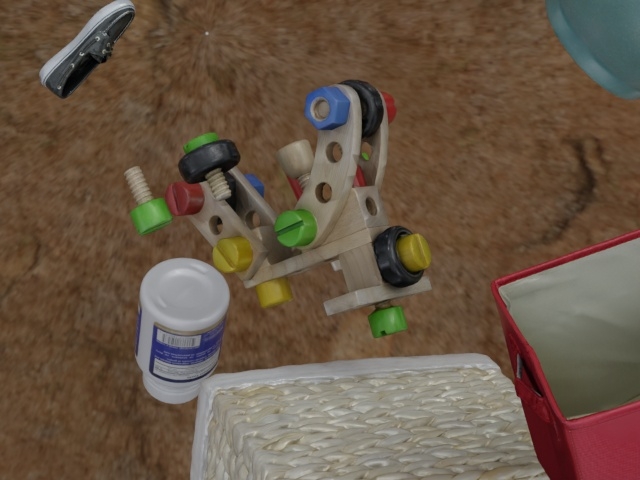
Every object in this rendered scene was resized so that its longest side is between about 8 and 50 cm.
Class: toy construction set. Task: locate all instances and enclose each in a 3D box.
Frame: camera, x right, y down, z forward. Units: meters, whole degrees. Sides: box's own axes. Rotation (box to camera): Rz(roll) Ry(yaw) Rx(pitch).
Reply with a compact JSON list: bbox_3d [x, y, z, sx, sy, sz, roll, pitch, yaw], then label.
[{"bbox_3d":[0.000,0.000,1.268,0.257,0.309,0.237,-25,83,9],"label":"toy construction set"}]

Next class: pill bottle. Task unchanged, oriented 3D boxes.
[{"bbox_3d":[-0.180,0.121,1.610,0.112,0.112,0.186,8,137,-6],"label":"pill bottle"}]

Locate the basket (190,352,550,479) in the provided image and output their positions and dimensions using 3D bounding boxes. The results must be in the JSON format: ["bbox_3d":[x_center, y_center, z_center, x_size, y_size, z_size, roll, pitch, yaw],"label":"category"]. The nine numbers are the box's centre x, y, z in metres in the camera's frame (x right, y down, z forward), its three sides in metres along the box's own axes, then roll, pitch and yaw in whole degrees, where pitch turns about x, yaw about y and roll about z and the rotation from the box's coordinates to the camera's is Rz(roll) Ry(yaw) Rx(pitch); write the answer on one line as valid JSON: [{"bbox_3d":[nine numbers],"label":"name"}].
[{"bbox_3d":[0.064,0.310,1.216,0.331,0.266,0.328,-3,109,-22],"label":"basket"}]

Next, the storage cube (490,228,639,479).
[{"bbox_3d":[0.256,0.121,0.922,0.215,0.183,0.193,-18,121,0],"label":"storage cube"}]

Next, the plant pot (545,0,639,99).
[{"bbox_3d":[0.386,-0.284,1.450,0.293,0.293,0.196,41,128,-10],"label":"plant pot"}]

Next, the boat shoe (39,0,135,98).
[{"bbox_3d":[-0.265,-0.222,1.473,0.142,0.049,0.040,-43,72,0],"label":"boat shoe"}]
